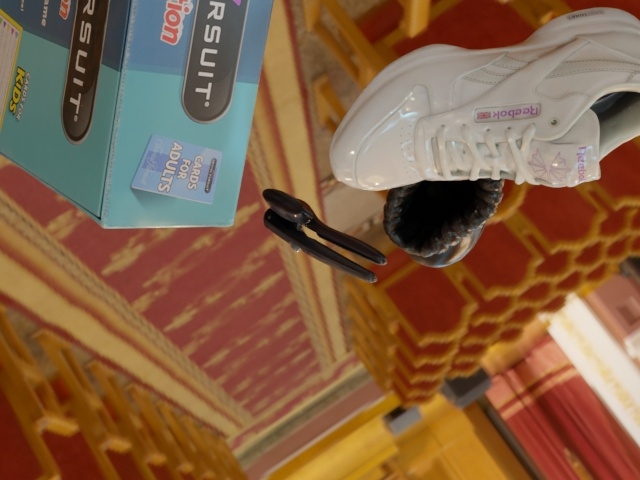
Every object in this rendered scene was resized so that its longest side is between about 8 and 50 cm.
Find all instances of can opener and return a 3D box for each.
[{"bbox_3d":[0.000,0.000,1.282,0.059,0.186,0.073,-58,154,5],"label":"can opener"}]

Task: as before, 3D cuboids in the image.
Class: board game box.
[{"bbox_3d":[-0.147,-0.178,0.585,0.079,0.336,0.254,-1,109,-40],"label":"board game box"}]

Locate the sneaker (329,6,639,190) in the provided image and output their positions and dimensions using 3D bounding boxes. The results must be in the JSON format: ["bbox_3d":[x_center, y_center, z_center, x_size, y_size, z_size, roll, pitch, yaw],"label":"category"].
[{"bbox_3d":[0.155,-0.103,0.891,0.305,0.152,0.114,-20,136,3],"label":"sneaker"}]

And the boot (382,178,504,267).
[{"bbox_3d":[0.153,-0.044,1.320,0.260,0.131,0.348,-66,170,-49],"label":"boot"}]
